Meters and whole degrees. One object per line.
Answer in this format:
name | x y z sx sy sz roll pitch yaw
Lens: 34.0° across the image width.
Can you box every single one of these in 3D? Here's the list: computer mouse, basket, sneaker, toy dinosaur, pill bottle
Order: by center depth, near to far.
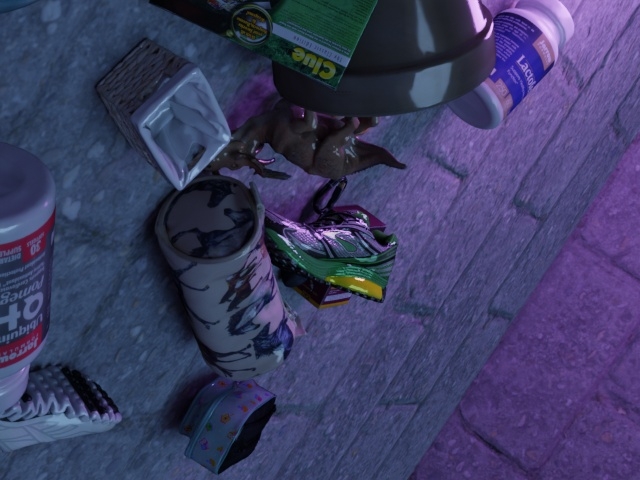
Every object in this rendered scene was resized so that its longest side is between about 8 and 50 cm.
pill bottle | -0.407 0.055 1.230 0.176 0.176 0.318 -28 144 -41
basket | -0.206 -0.166 1.378 0.113 0.103 0.167 -47 152 -14
sneaker | -0.419 0.255 1.546 0.118 0.110 0.292 -52 146 13
toy dinosaur | -0.018 -0.144 1.587 0.127 0.295 0.200 -68 180 -61
sneaker | 0.000 0.000 1.853 0.343 0.134 0.146 20 88 -44
computer mouse | -0.006 -0.011 1.946 0.071 0.041 0.242 5 118 -44
pill bottle | 0.364 -0.354 2.033 0.265 0.153 0.153 -47 153 -16

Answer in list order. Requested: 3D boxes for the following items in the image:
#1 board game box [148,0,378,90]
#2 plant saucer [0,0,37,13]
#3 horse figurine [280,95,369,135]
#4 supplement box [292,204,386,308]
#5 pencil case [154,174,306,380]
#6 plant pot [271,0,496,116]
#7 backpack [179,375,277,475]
board game box | -0.069 -0.303 1.303 0.030 0.259 0.136 -86 -159 -72
plant saucer | -0.308 -0.364 1.047 0.317 0.044 0.317 -40 150 -28
horse figurine | 0.051 -0.246 1.749 0.174 0.066 0.263 -58 152 -4
supplement box | 0.036 0.031 2.031 0.104 0.081 0.188 -6 127 -55
pencil case | -0.141 0.066 1.692 0.183 0.160 0.410 -28 147 -12
plant pot | 0.073 -0.363 1.428 0.323 0.323 0.280 -35 132 -33
backpack | -0.180 0.345 1.968 0.166 0.144 0.188 -60 176 15
